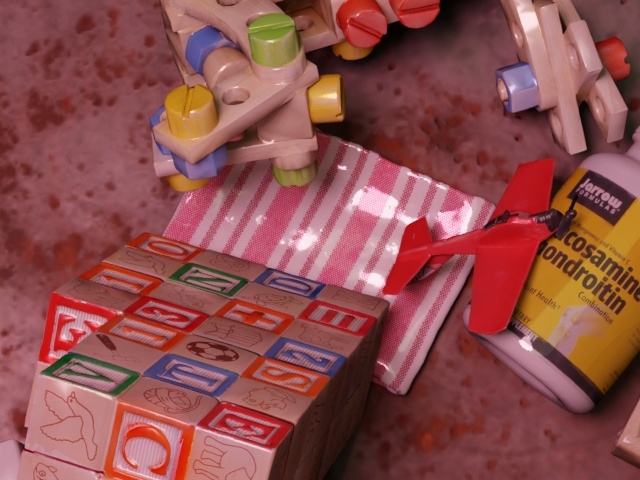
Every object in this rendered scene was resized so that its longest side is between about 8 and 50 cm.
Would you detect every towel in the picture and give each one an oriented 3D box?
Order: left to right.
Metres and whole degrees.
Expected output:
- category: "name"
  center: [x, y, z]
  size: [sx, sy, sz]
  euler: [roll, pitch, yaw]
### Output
- category: "towel"
  center: [0.000, 0.000, 1.232]
  size: [0.197, 0.029, 0.144]
  euler: [25, 80, 9]

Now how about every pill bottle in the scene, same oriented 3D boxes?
- category: "pill bottle"
  center: [0.182, 0.011, 1.173]
  size: [0.103, 0.103, 0.184]
  euler: [38, 86, 12]

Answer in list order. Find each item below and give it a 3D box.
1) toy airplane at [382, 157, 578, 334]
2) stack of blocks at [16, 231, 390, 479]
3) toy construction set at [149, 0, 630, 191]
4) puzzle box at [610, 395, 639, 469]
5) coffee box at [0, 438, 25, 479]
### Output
- category: "toy airplane"
  center: [0.097, 0.001, 1.160]
  size: [0.151, 0.151, 0.028]
  euler: [-47, 117, -7]
- category: "stack of blocks"
  center: [-0.078, 0.087, 1.074]
  size: [0.171, 0.297, 0.087]
  euler: [16, 105, 9]
- category: "toy construction set"
  center: [0.036, -0.133, 1.184]
  size: [0.327, 0.151, 0.215]
  euler: [-6, 40, -17]
- category: "puzzle box"
  center: [0.425, 0.109, 1.164]
  size: [0.409, 0.052, 0.272]
  euler: [27, 79, 10]
- category: "coffee box"
  center: [-0.172, 0.284, 1.105]
  size: [0.119, 0.168, 0.297]
  euler: [-20, 77, -1]
